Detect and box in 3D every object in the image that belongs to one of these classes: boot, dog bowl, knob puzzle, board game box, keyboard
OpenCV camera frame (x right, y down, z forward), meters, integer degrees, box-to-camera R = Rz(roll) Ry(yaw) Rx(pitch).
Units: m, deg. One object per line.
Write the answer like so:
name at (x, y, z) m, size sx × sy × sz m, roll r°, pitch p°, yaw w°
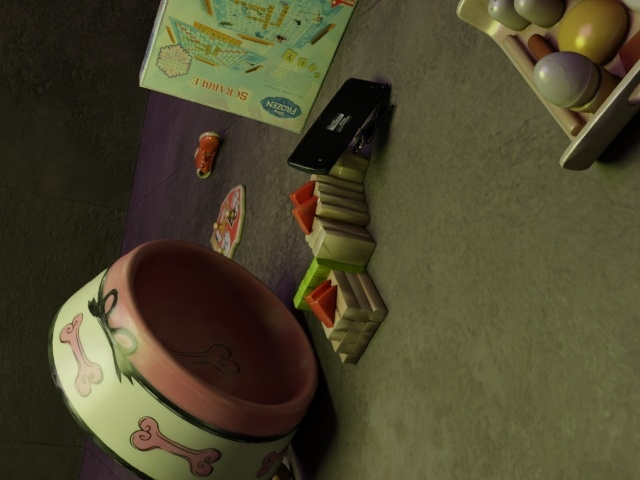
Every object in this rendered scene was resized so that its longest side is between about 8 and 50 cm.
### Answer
boot at (-0.302, -0.229, 1.855) m, size 0.158 × 0.059 × 0.084 m, roll 129°, pitch 142°, yaw -59°
dog bowl at (-0.177, 0.165, 1.027) m, size 0.150 × 0.408 × 0.408 m, roll -50°, pitch 34°, yaw 20°
knob puzzle at (-0.220, -0.045, 1.620) m, size 0.213 × 0.030 × 0.213 m, roll -40°, pitch 44°, yaw 53°
board game box at (-0.125, -0.381, 1.230) m, size 0.317 × 0.319 × 0.066 m, roll -64°, pitch 27°, yaw 26°
keyboard at (0.039, -0.162, 1.027) m, size 0.100 × 0.038 × 0.192 m, roll 20°, pitch 63°, yaw 30°

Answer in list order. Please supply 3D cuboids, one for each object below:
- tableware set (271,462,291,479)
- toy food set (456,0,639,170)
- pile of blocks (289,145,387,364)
tableware set at (-0.077, 0.368, 1.050) m, size 0.024 × 0.104 × 0.154 m, roll -46°, pitch 58°, yaw 15°
toy food set at (0.240, -0.238, 0.652) m, size 0.219 × 0.093 × 0.306 m, roll -59°, pitch 31°, yaw 35°
pile of blocks at (0.000, 0.000, 1.030) m, size 0.149 × 0.113 × 0.362 m, roll -46°, pitch 39°, yaw 48°
